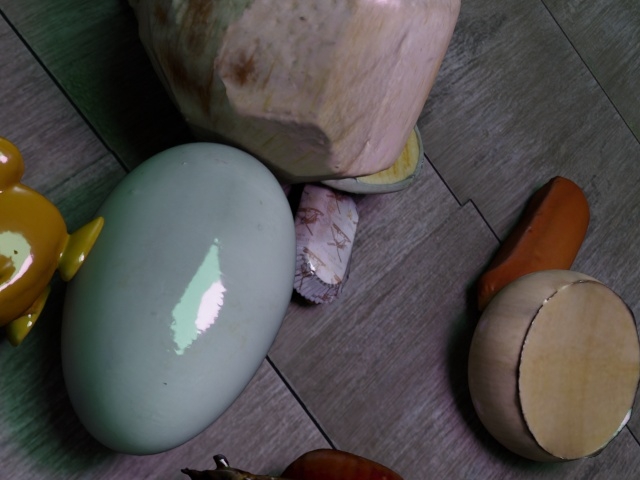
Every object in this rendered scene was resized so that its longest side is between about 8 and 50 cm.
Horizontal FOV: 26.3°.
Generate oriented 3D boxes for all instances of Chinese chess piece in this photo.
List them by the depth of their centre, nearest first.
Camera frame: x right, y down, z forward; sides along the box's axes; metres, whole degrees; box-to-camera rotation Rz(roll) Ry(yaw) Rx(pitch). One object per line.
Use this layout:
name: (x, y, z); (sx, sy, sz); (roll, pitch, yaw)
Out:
Chinese chess piece: (0.314, 0.167, 1.822); (0.257, 0.104, 0.257); (-3, 95, -38)

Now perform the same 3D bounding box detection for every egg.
egg: (-0.150, 0.056, 1.434); (0.230, 0.230, 0.371); (37, 50, -21)

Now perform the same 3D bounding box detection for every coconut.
coconut: (-0.033, -0.239, 1.571); (0.344, 0.415, 0.415); (19, 54, -17)

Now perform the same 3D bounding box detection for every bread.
bread: (0.020, -0.160, 1.818); (0.267, 0.040, 0.267); (22, 42, -21)

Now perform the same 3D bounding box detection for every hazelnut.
hazelnut: (0.034, 0.334, 1.516); (0.170, 0.160, 0.202); (-22, 120, -35)

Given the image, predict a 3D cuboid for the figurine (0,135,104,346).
figurine: (-0.351, -0.010, 1.323); (0.228, 0.215, 0.215); (42, 42, 9)

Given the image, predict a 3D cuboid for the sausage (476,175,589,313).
sausage: (0.321, 0.013, 1.989); (0.097, 0.094, 0.348); (55, 42, -13)

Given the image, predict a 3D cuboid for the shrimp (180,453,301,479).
shrimp: (-0.036, 0.300, 1.368); (0.178, 0.289, 0.075); (-40, 140, -66)

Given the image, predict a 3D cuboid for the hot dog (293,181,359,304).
hot dog: (0.000, 0.000, 1.730); (0.108, 0.059, 0.191); (47, 38, -24)

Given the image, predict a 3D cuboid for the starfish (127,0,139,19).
starfish: (-0.322, -0.497, 1.709); (0.324, 0.082, 0.432); (19, 57, -38)
